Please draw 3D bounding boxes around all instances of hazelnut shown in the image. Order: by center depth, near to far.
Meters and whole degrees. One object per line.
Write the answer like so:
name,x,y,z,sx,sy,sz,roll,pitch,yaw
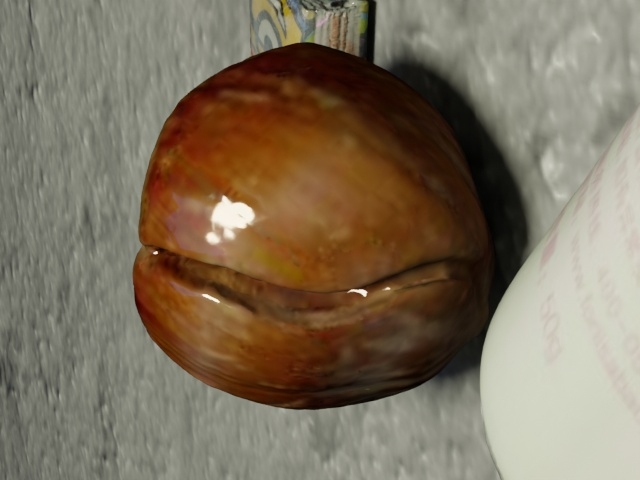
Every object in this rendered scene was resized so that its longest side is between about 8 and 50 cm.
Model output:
hazelnut,0.000,0.000,0.727,0.154,0.143,0.143,98,151,-55

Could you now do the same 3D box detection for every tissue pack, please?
tissue pack,-0.007,-0.071,0.812,0.063,0.035,0.083,-134,40,-53

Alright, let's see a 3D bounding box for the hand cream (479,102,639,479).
hand cream,0.149,-0.040,0.393,0.358,0.118,0.185,122,142,-49
